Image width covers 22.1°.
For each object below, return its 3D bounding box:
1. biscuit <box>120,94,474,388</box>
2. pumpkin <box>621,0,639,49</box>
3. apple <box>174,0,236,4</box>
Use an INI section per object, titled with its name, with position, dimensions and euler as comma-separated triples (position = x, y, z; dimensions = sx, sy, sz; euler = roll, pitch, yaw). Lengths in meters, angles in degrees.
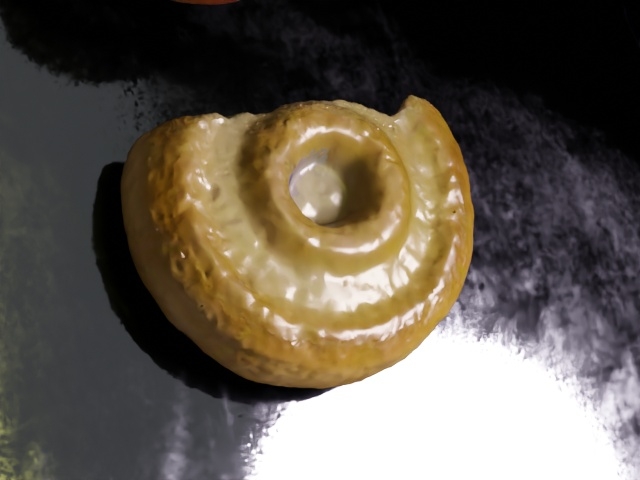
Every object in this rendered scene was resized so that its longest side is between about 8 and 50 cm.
[biscuit]
position = 0.001, 0.000, 1.195
dimensions = 0.274, 0.091, 0.213
euler = -13, 80, -33
[pumpkin]
position = 0.420, -0.246, 1.381
dimensions = 0.363, 0.266, 0.364
euler = 12, 66, -27
[apple]
position = -0.080, -0.253, 1.175
dimensions = 0.160, 0.173, 0.195
euler = 47, 59, -5
